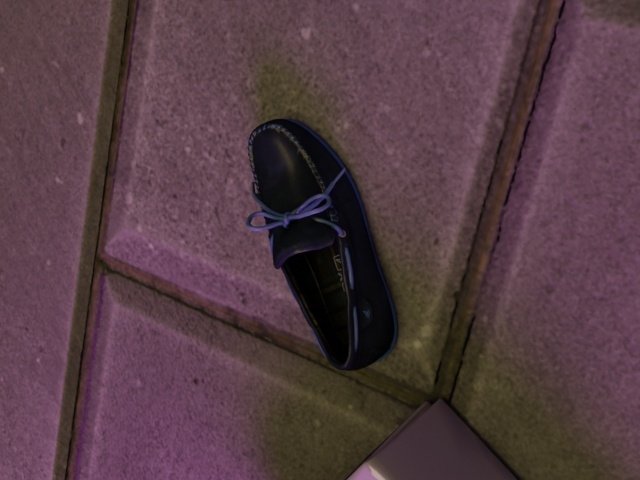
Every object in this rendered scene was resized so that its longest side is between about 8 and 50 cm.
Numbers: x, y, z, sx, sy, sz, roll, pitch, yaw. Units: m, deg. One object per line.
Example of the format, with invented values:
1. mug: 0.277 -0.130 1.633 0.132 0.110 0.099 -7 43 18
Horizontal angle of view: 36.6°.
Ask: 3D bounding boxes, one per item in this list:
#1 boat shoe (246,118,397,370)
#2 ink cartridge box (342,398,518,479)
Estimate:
1. boat shoe: 0.000 0.000 0.926 0.109 0.089 0.258 -32 85 32
2. ink cartridge box: 0.127 0.390 0.903 0.384 0.160 0.279 47 120 13
